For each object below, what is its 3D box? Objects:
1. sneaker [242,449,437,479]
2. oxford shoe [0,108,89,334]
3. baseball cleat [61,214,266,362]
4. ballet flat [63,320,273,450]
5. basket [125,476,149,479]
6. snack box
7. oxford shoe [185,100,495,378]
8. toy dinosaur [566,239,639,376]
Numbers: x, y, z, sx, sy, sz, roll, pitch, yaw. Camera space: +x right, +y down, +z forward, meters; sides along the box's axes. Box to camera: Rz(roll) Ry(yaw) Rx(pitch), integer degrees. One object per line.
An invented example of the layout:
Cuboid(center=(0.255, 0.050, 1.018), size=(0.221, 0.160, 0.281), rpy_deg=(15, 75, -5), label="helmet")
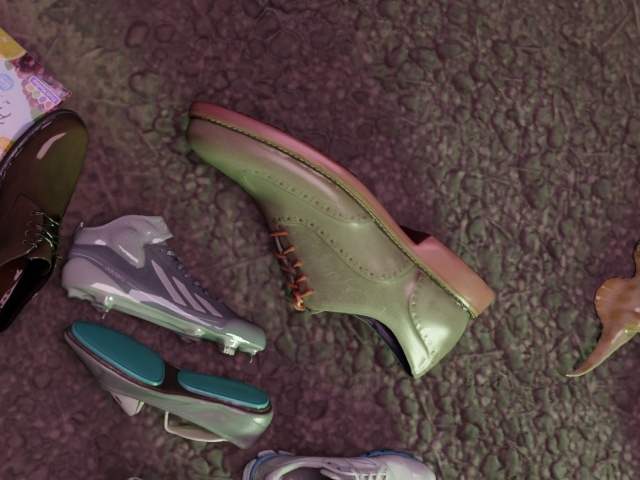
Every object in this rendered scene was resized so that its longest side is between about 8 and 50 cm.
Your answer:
Cuboid(center=(0.026, 0.236, 1.899), size=(0.190, 0.083, 0.071), rpy_deg=(1, 86, -17), label="sneaker")
Cuboid(center=(-0.260, -0.011, 1.814), size=(0.083, 0.096, 0.227), rpy_deg=(30, 82, -45), label="oxford shoe")
Cuboid(center=(-0.137, 0.037, 1.869), size=(0.206, 0.072, 0.109), rpy_deg=(20, 76, -17), label="baseball cleat")
Cuboid(center=(-0.149, 0.144, 1.865), size=(0.213, 0.072, 0.068), rpy_deg=(22, 113, -11), label="ballet flat")
Cuboid(center=(-0.123, 0.375, 1.790), size=(0.289, 0.201, 0.255), rpy_deg=(40, 78, -1), label="basket")
Cuboid(center=(-0.316, -0.146, 1.843), size=(0.141, 0.037, 0.100), rpy_deg=(42, 80, -10), label="snack box")
Cuboid(center=(0.000, 0.000, 1.883), size=(0.348, 0.123, 0.130), rpy_deg=(36, 85, -10), label="oxford shoe")
Cuboid(center=(0.315, 0.082, 2.009), size=(0.092, 0.053, 0.183), rpy_deg=(29, 73, 3), label="toy dinosaur")
